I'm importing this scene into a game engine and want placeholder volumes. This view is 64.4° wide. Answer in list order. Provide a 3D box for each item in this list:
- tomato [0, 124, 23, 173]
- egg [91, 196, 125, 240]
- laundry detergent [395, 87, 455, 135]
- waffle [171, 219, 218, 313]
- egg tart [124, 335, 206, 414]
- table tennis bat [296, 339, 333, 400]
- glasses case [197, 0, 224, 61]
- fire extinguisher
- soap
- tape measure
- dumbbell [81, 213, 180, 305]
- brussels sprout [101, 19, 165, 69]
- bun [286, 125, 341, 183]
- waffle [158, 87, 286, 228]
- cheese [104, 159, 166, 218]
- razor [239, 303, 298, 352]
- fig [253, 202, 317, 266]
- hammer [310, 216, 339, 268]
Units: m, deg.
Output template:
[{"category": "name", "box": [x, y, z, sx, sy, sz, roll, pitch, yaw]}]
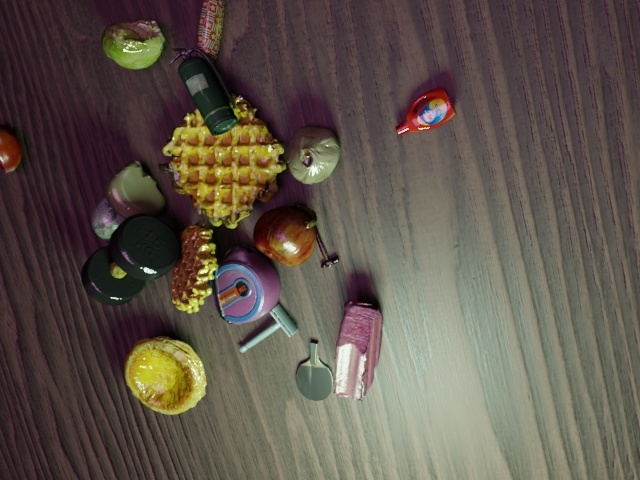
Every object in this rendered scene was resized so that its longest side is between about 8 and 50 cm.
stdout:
[{"category": "tomato", "box": [-1.109, -0.329, 1.791, 0.189, 0.099, 0.173, 23, 133, 51]}, {"category": "egg", "box": [-0.692, -0.082, 1.707, 0.132, 0.132, 0.172, 26, 98, 9]}, {"category": "laundry detergent", "box": [0.281, -0.346, 1.399, 0.165, 0.049, 0.097, -25, 88, 22]}, {"category": "waffle", "box": [-0.403, 0.079, 1.594, 0.062, 0.329, 0.329, 10, 112, -31]}, {"category": "egg tart", "box": [-0.535, 0.461, 1.800, 0.319, 0.128, 0.318, 4, 107, 14]}, {"category": "table tennis bat", "box": [-0.020, 0.438, 1.699, 0.131, 0.019, 0.220, 4, 106, 14]}, {"category": "glasses case", "box": [-0.320, -0.624, 1.491, 0.049, 0.073, 0.194, 18, 109, 19]}, {"category": "fire extinguisher", "box": [-0.343, -0.451, 1.475, 0.118, 0.093, 0.294, -29, 85, 4]}, {"category": "soap", "box": [0.118, 0.316, 1.544, 0.112, 0.182, 0.288, 10, 112, 16]}, {"category": "tape measure", "box": [-0.251, 0.140, 1.631, 0.232, 0.149, 0.245, -30, 87, 24]}, {"category": "dumbbell", "box": [-0.616, 0.069, 1.641, 0.323, 0.204, 0.203, -32, 93, 39]}, {"category": "brussels sprout", "box": [-0.565, -0.595, 1.540, 0.183, 0.145, 0.131, -13, 71, -21]}, {"category": "bun", "box": [-0.028, -0.247, 1.479, 0.167, 0.113, 0.172, 3, 102, 16]}, {"category": "waffle", "box": [-0.299, -0.250, 1.572, 0.380, 0.095, 0.382, -41, 87, 20]}, {"category": "cheese", "box": [-0.598, -0.144, 1.656, 0.091, 0.175, 0.202, -8, 130, 41]}, {"category": "razor", "box": [-0.189, 0.316, 1.701, 0.232, 0.068, 0.106, -38, 90, 26]}, {"category": "fig", "box": [-0.094, -0.025, 1.523, 0.205, 0.205, 0.205, 4, 105, 15]}, {"category": "hammer", "box": [0.000, 0.000, 1.585, 0.065, 0.021, 0.178, -21, 94, 20]}]
